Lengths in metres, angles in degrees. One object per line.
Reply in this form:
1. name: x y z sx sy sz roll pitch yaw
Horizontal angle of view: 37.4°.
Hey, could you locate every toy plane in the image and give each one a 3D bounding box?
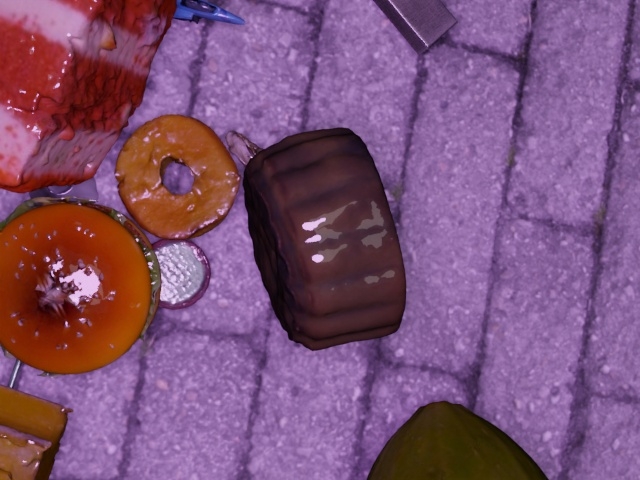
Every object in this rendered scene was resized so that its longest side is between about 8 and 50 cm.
1. toy plane: -0.222 -0.337 1.318 0.246 0.078 0.169 17 84 -4

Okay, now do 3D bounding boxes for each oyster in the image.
1. oyster: -0.088 -0.131 1.350 0.038 0.080 0.083 -56 134 -31

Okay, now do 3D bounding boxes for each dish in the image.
1. dish: -0.364 -0.097 1.300 0.091 0.039 0.137 -22 94 -12

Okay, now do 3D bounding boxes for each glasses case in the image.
1. glasses case: 0.110 -0.378 1.413 0.071 0.047 0.205 -43 96 -15

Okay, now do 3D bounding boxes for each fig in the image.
1. fig: 0.185 0.373 1.279 0.316 0.316 0.316 1 87 -12

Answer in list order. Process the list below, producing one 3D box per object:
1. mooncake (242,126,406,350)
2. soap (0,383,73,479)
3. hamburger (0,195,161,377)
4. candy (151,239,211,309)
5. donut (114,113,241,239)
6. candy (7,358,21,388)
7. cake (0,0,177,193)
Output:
1. mooncake: 0.000 0.000 1.252 0.161 0.290 0.291 -15 91 -10
2. soap: -0.506 0.301 1.147 0.334 0.156 0.294 17 104 -3
3. hamburger: -0.328 0.062 1.216 0.245 0.170 0.246 0 95 -1
4. candy: -0.205 0.046 1.326 0.103 0.043 0.103 1 86 -14
5. donut: -0.195 -0.083 1.306 0.162 0.065 0.178 -25 75 -2
6. candy: -0.430 0.243 1.271 0.060 0.060 0.201 16 75 -11
7. cake: -0.364 -0.239 1.152 0.270 0.269 0.320 26 99 7
